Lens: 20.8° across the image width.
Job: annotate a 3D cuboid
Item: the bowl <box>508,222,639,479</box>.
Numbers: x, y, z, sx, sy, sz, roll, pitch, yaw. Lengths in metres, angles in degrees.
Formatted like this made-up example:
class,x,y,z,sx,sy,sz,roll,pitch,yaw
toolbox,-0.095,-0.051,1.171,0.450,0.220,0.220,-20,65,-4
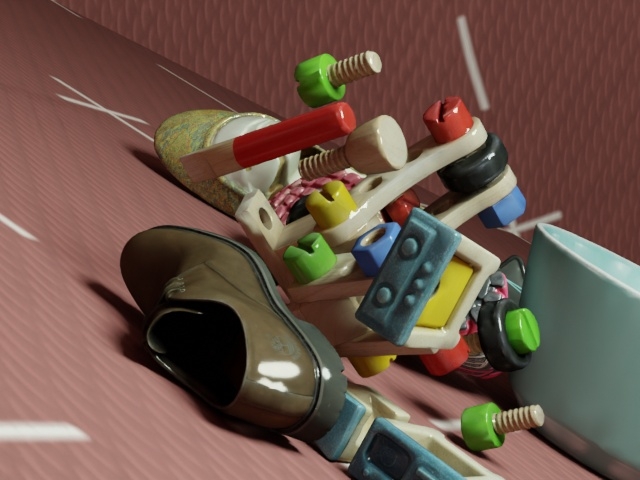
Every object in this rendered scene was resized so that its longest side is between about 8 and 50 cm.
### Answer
class,x,y,z,sx,sy,sz,roll,pitch,yaw
bowl,0.296,0.128,1.582,0.312,0.163,0.311,27,8,-4

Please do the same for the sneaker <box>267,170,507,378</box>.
class,x,y,z,sx,sy,sz,roll,pitch,yaw
sneaker,0.052,0.035,1.592,0.299,0.121,0.112,34,-20,38

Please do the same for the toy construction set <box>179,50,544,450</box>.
class,x,y,z,sx,sy,sz,roll,pitch,yaw
toy construction set,0.000,0.000,1.340,0.237,0.257,0.309,-16,-39,29

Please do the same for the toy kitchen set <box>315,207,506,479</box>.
class,x,y,z,sx,sy,sz,roll,pitch,yaw
toy kitchen set,0.091,0.097,1.055,0.207,0.166,0.122,34,9,34

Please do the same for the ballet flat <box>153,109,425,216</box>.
class,x,y,z,sx,sy,sz,roll,pitch,yaw
ballet flat,-0.012,-0.054,1.784,0.349,0.123,0.123,33,8,9

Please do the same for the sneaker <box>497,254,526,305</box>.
class,x,y,z,sx,sy,sz,roll,pitch,yaw
sneaker,0.275,0.111,1.837,0.267,0.106,0.101,28,7,-16

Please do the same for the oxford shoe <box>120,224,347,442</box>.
class,x,y,z,sx,sy,sz,roll,pitch,yaw
oxford shoe,-0.078,0.044,1.125,0.096,0.082,0.227,16,13,-40
